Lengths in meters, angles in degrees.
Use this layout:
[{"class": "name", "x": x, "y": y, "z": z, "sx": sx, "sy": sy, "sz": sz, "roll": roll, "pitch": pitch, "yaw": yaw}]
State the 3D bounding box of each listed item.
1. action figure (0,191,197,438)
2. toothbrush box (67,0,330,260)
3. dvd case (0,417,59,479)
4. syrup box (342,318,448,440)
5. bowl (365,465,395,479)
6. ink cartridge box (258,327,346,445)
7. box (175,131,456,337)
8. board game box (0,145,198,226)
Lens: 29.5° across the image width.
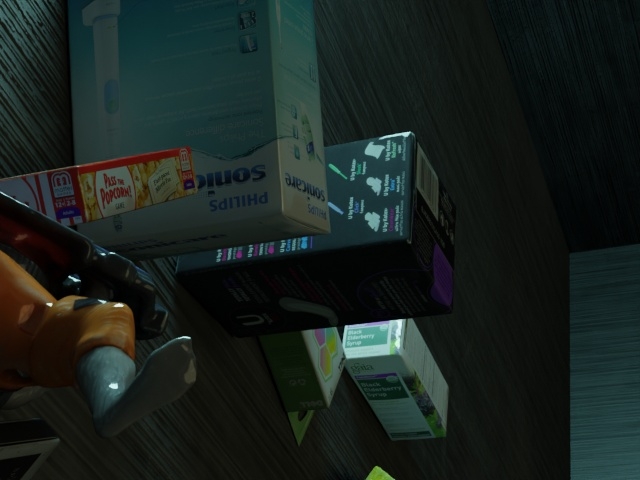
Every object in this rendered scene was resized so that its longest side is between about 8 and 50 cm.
[{"class": "action figure", "x": -0.249, "y": 0.027, "z": 0.717, "sx": 0.341, "sy": 0.330, "sz": 0.178, "roll": 27, "pitch": 72, "yaw": -15}, {"class": "toothbrush box", "x": -0.119, "y": -0.142, "z": 1.169, "sx": 0.126, "sy": 0.216, "sz": 0.296, "roll": 22, "pitch": 61, "yaw": -66}, {"class": "dvd case", "x": -0.277, "y": 0.183, "z": 0.717, "sx": 0.029, "sy": 0.179, "sz": 0.238, "roll": 43, "pitch": 11, "yaw": 19}, {"class": "syrup box", "x": 0.116, "y": 0.202, "z": 1.834, "sx": 0.237, "sy": 0.093, "sz": 0.096, "roll": 60, "pitch": 30, "yaw": -45}, {"class": "bowl", "x": 0.133, "y": 0.460, "z": 1.641, "sx": 0.156, "sy": 0.289, "sz": 0.289, "roll": -48, "pitch": 143, "yaw": -8}, {"class": "ink cartridge box", "x": -0.018, "y": 0.146, "z": 1.544, "sx": 0.109, "sy": 0.062, "sz": 0.209, "roll": -65, "pitch": 142, "yaw": -57}, {"class": "box", "x": 0.000, "y": 0.000, "z": 1.348, "sx": 0.165, "sy": 0.270, "sz": 0.143, "roll": 54, "pitch": 34, "yaw": -51}, {"class": "board game box", "x": -0.207, "y": -0.037, "z": 0.991, "sx": 0.193, "sy": 0.146, "sz": 0.045, "roll": -25, "pitch": 106, "yaw": -70}]
